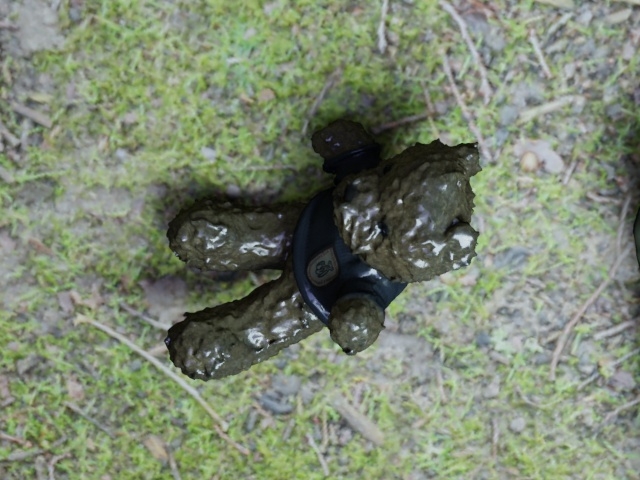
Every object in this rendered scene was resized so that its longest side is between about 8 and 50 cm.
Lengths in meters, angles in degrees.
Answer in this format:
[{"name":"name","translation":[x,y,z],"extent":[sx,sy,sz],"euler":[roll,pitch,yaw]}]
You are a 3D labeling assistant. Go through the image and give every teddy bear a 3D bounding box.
[{"name":"teddy bear","translation":[0.010,0.005,1.149],"extent":[0.251,0.129,0.182],"euler":[-20,68,30]}]

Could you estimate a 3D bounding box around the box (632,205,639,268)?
[{"name":"box","translation":[0.404,0.090,1.120],"extent":[0.359,0.091,0.350],"euler":[-3,129,11]}]
